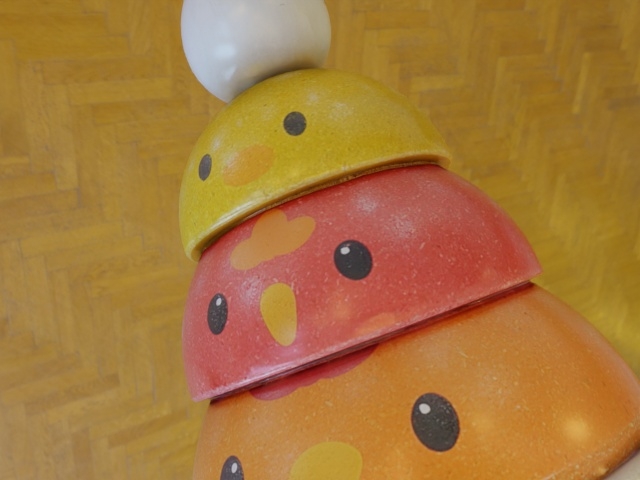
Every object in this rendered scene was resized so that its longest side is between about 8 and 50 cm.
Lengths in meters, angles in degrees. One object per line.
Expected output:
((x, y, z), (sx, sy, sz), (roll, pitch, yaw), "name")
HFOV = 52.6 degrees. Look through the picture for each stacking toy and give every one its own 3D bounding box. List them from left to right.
((0.000, 0.000, 0.487), (0.350, 0.350, 0.480), (-17, 79, -31), "stacking toy")
